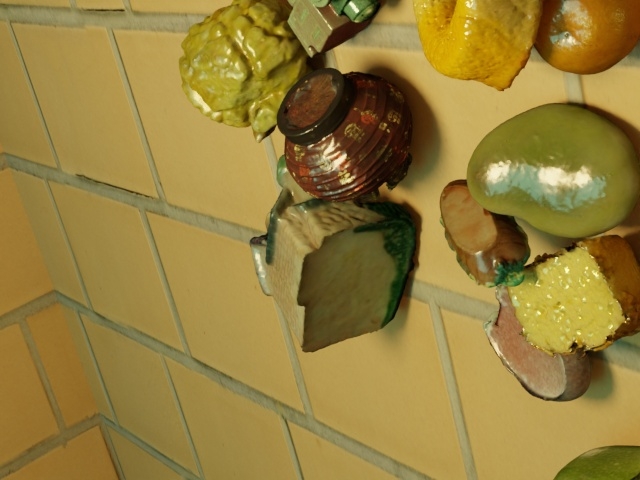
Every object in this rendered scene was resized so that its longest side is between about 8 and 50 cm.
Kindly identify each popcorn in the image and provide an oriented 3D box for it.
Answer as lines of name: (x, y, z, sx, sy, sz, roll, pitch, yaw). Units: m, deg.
popcorn: (-0.132, -0.319, 2.084, 0.258, 0.224, 0.270, 32, 133, 30)

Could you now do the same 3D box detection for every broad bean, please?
broad bean: (0.340, -0.101, 1.640, 0.263, 0.121, 0.189, 12, 101, 37)

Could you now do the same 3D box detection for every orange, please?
orange: (0.340, -0.292, 1.476, 0.155, 0.134, 0.154, 18, 133, 20)

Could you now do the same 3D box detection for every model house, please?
model house: (-0.002, 0.001, 2.146, 0.284, 0.243, 0.298, 49, 145, 37)

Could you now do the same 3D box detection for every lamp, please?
lamp: (0.048, -0.170, 1.932, 0.247, 0.247, 0.247, 37, 142, 36)

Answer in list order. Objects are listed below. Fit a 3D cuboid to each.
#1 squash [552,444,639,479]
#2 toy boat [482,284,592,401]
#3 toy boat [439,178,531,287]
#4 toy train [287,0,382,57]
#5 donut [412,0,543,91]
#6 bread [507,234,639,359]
squash: (0.453, 0.456, 1.750, 0.309, 0.310, 0.310, -10, 106, 61)
toy boat: (0.364, 0.164, 1.878, 0.227, 0.085, 0.155, 52, 142, 39)
toy boat: (0.234, -0.034, 1.773, 0.099, 0.108, 0.293, 44, -167, -30)
toy train: (-0.021, -0.462, 1.873, 0.304, 0.150, 0.221, 56, 156, 6)
donut: (0.200, -0.350, 1.522, 0.303, 0.110, 0.302, 179, 90, -79)
bread: (0.397, 0.075, 1.674, 0.160, 0.147, 0.260, 66, 158, 9)
